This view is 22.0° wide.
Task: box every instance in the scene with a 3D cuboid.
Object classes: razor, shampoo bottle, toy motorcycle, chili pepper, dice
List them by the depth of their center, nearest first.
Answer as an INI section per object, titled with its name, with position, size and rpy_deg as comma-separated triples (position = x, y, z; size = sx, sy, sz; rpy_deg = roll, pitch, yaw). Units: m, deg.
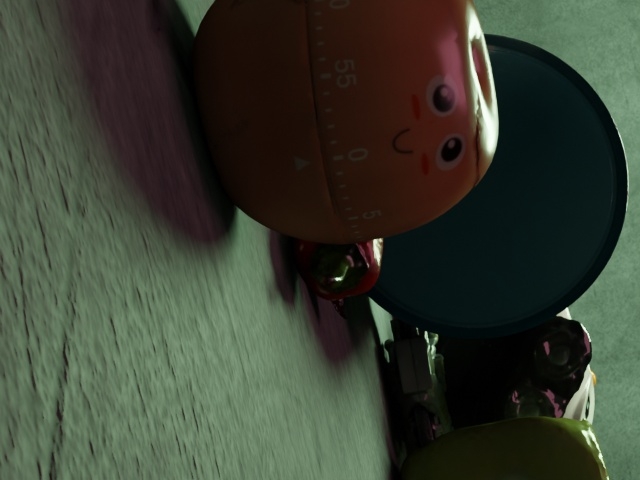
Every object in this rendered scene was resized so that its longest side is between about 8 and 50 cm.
[chili pepper]
position = -0.007, -0.063, 1.530
size = 0.137, 0.092, 0.368
rpy_deg = 42, 23, -44
[dice]
position = 0.228, 0.347, 1.896
size = 0.233, 0.238, 0.227
rpy_deg = 62, 15, -60
[shampoo bottle]
position = 0.178, -0.063, 1.921
size = 0.343, 0.331, 0.331
rpy_deg = -20, 97, -85
[toy motorcycle]
position = 0.124, 0.195, 2.044
size = 0.152, 0.073, 0.225
rpy_deg = 76, 5, -49
[razor]
position = 0.224, 0.173, 2.108
size = 0.107, 0.189, 0.327
rpy_deg = 33, -8, -16

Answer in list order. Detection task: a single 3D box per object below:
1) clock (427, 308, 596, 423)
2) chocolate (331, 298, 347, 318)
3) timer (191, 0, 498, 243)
[clock]
position = 0.259, 0.157, 2.461
size = 0.368, 0.250, 0.376
rpy_deg = -79, 148, -76
[chocolate]
position = 0.000, 0.000, 1.620
size = 0.182, 0.028, 0.086
rpy_deg = -95, 161, -51
[timer]
position = 0.022, -0.113, 1.240
size = 0.229, 0.215, 0.229
rpy_deg = -13, 90, -83
